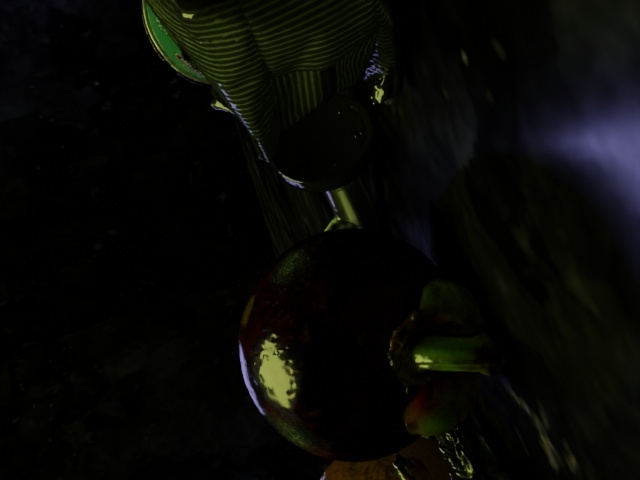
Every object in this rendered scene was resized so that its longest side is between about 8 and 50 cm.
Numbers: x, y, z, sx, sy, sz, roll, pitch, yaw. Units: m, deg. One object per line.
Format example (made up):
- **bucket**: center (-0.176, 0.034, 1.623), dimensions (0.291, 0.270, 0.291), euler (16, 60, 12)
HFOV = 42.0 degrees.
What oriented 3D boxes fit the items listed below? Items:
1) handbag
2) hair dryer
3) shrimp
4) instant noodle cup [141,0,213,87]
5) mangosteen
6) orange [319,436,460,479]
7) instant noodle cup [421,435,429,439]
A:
- **handbag**: center (-0.064, -0.262, 0.920), dimensions (0.341, 0.247, 0.240), euler (54, 167, 40)
- **hair dryer**: center (0.010, -0.004, 1.241), dimensions (0.320, 0.155, 0.284), euler (71, -146, -49)
- **shrimp**: center (0.176, 0.305, 1.164), dimensions (0.054, 0.222, 0.290), euler (-55, 35, 27)
- **instant noodle cup**: center (-0.124, -0.348, 1.226), dimensions (0.190, 0.251, 0.251), euler (28, 141, 66)
- **mangosteen**: center (0.060, 0.143, 1.069), dimensions (0.359, 0.306, 0.306), euler (25, 139, 57)
- **orange**: center (0.151, 0.510, 1.413), dimensions (0.357, 0.322, 0.322), euler (63, 175, -16)
- **instant noodle cup**: center (0.105, 0.360, 1.822), dimensions (0.236, 0.215, 0.216), euler (-108, 2, -46)
